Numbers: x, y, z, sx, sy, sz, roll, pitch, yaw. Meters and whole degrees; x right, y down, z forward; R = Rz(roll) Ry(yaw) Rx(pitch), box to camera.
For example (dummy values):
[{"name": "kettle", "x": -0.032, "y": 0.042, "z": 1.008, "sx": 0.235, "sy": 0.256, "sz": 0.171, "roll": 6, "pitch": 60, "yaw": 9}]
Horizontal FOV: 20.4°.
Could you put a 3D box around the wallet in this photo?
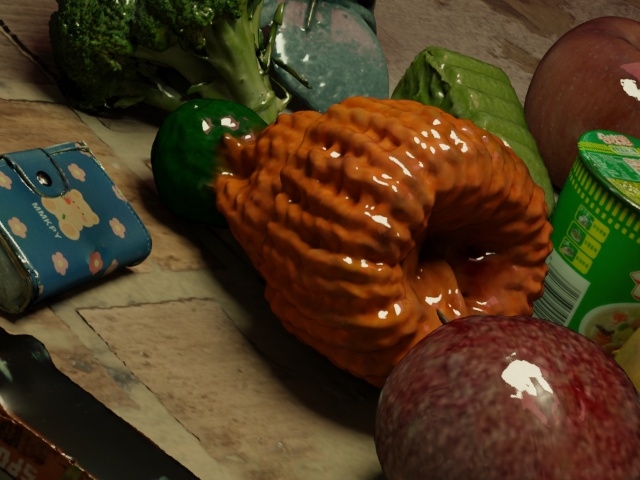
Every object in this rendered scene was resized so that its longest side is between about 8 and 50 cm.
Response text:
[{"name": "wallet", "x": -0.245, "y": -0.018, "z": 1.574, "sx": 0.141, "sy": 0.059, "sz": 0.202, "roll": 52, "pitch": 27, "yaw": 7}]

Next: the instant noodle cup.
[{"name": "instant noodle cup", "x": 0.307, "y": 0.035, "z": 1.873, "sx": 0.207, "sy": 0.233, "sz": 0.207, "roll": 23, "pitch": 25, "yaw": -12}]

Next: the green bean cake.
[{"name": "green bean cake", "x": 0.140, "y": -0.061, "z": 1.906, "sx": 0.125, "sy": 0.222, "sz": 0.248, "roll": 13, "pitch": 31, "yaw": -33}]

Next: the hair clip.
[{"name": "hair clip", "x": -0.036, "y": -0.349, "z": 2.248, "sx": 0.318, "sy": 0.392, "sz": 0.238, "roll": 19, "pitch": 0, "yaw": -15}]

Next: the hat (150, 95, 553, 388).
[{"name": "hat", "x": 0.000, "y": 0.000, "z": 1.709, "sx": 0.400, "sy": 0.285, "sz": 0.285, "roll": 7, "pitch": 6, "yaw": 42}]

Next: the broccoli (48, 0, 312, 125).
[{"name": "broccoli", "x": -0.136, "y": -0.247, "z": 1.946, "sx": 0.283, "sy": 0.304, "sz": 0.321, "roll": 58, "pitch": 44, "yaw": -15}]

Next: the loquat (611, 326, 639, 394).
[{"name": "loquat", "x": 0.344, "y": 0.158, "z": 1.770, "sx": 0.149, "sy": 0.172, "sz": 0.204, "roll": 33, "pitch": -17, "yaw": -21}]

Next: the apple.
[{"name": "apple", "x": 0.404, "y": -0.159, "z": 2.366, "sx": 0.305, "sy": 0.235, "sz": 0.306, "roll": 20, "pitch": 26, "yaw": -10}]

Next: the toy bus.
[{"name": "toy bus", "x": -0.152, "y": 0.181, "z": 1.270, "sx": 0.409, "sy": 0.092, "sz": 0.093, "roll": 35, "pitch": 23, "yaw": 16}]

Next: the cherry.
[{"name": "cherry", "x": 0.169, "y": 0.183, "z": 1.481, "sx": 0.230, "sy": 0.203, "sz": 0.300, "roll": 14, "pitch": 46, "yaw": -41}]
